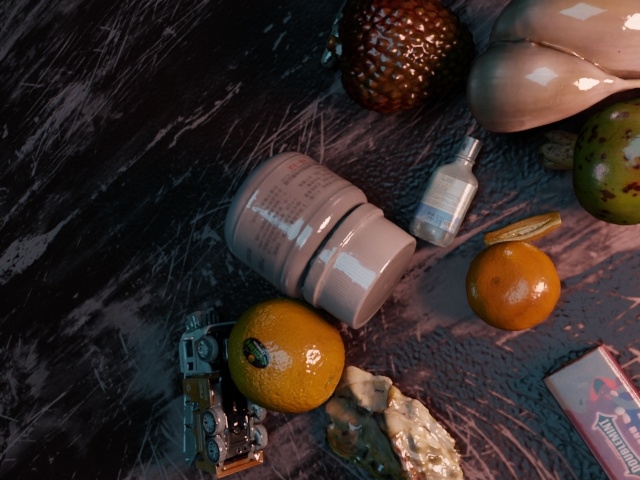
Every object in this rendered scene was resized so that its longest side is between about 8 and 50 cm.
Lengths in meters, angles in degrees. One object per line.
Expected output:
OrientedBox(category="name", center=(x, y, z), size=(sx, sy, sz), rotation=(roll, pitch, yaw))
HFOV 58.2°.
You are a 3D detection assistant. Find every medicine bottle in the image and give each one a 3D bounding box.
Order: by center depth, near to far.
OrientedBox(category="medicine bottle", center=(0.244, -0.093, 1.082), size=(0.090, 0.054, 0.208), rotation=(26, 94, 28))
OrientedBox(category="medicine bottle", center=(0.000, 0.000, 1.086), size=(0.306, 0.245, 0.245), rotation=(35, 100, 18))

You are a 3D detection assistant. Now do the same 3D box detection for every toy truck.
OrientedBox(category="toy truck", center=(-0.230, 0.312, 1.231), size=(0.184, 0.133, 0.338), rotation=(-13, 80, 41))

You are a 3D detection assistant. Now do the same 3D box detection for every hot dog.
OrientedBox(category="hot dog", center=(0.361, -0.014, 1.028), size=(0.137, 0.028, 0.044), rotation=(-21, 49, 20))

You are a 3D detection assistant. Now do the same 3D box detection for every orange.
OrientedBox(category="orange", center=(0.328, 0.078, 0.983), size=(0.156, 0.124, 0.156), rotation=(-14, 69, 40))
OrientedBox(category="orange", center=(-0.068, 0.220, 1.113), size=(0.236, 0.236, 0.236), rotation=(-3, 83, 26))

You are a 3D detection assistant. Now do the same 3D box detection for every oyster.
OrientedBox(category="oyster", center=(0.136, 0.384, 1.054), size=(0.355, 0.107, 0.201), rotation=(33, 102, 26))

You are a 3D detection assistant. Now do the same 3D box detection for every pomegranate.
OrientedBox(category="pomegranate", center=(0.466, -0.131, 0.909), size=(0.248, 0.202, 0.202), rotation=(25, 96, 44))

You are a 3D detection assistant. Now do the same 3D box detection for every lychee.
OrientedBox(category="lychee", center=(0.148, -0.352, 1.070), size=(0.271, 0.236, 0.235), rotation=(4, 86, 4))

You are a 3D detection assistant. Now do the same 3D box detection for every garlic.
OrientedBox(category="garlic", center=(0.397, -0.262, 0.899), size=(0.340, 0.246, 0.231), rotation=(11, 72, 27))

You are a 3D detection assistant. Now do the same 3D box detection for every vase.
OrientedBox(category="vase", center=(0.060, -0.462, 1.212), size=(0.060, 0.060, 0.211), rotation=(33, 99, 26))

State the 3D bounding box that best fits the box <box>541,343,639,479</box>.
OrientedBox(category="box", center=(0.469, 0.289, 0.917), size=(0.120, 0.069, 0.224), rotation=(-39, 68, 18))
